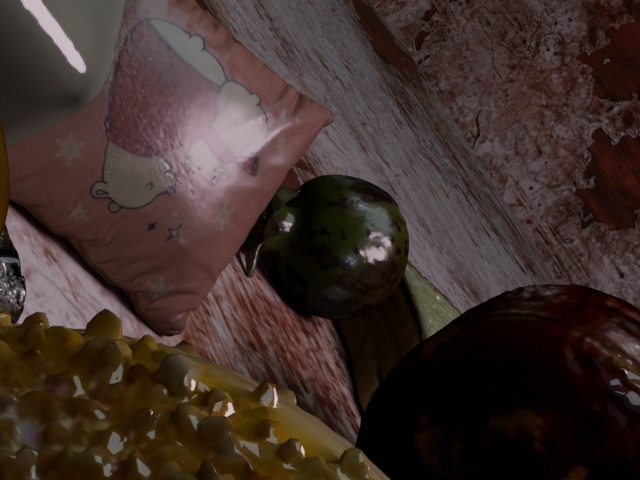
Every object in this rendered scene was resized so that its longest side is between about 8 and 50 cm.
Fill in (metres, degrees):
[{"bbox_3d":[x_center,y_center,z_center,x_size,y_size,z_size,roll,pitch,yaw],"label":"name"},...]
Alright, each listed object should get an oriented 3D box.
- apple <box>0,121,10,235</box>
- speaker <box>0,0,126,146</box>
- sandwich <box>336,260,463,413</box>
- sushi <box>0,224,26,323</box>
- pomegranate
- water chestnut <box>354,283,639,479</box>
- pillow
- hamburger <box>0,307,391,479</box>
[{"bbox_3d":[-0.214,-0.026,0.656,0.155,0.182,0.182,59,12,-7],"label":"apple"},{"bbox_3d":[-0.224,-0.242,1.014,0.184,0.183,0.406,55,25,-37],"label":"speaker"},{"bbox_3d":[0.137,0.166,1.544,0.273,0.095,0.249,44,15,-28],"label":"sandwich"},{"bbox_3d":[-0.205,0.016,0.899,0.046,0.044,0.083,11,37,-39],"label":"sushi"},{"bbox_3d":[0.006,-0.003,1.455,0.169,0.148,0.148,30,25,-44],"label":"pomegranate"},{"bbox_3d":[0.161,0.208,1.140,0.347,0.335,0.335,-20,71,-46],"label":"water chestnut"},{"bbox_3d":[-0.119,-0.078,1.108,0.236,0.223,0.084,42,-24,-30],"label":"pillow"},{"bbox_3d":[-0.085,0.161,0.355,0.302,0.302,0.170,57,-5,17],"label":"hamburger"}]
